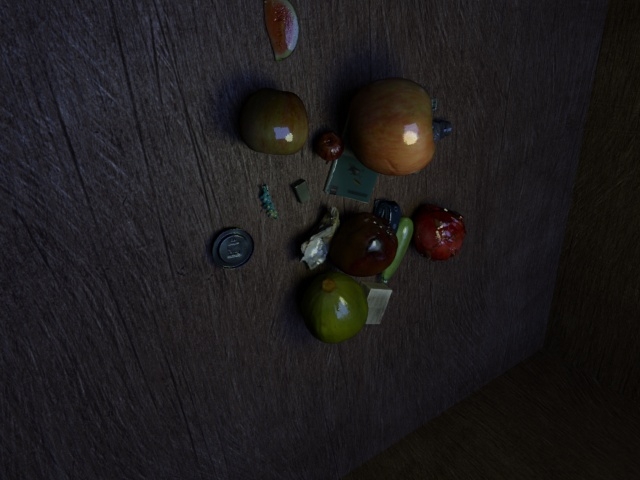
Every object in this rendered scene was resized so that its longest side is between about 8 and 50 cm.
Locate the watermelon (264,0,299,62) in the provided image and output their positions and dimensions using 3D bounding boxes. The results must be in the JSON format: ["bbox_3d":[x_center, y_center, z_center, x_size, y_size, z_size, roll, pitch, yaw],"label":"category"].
[{"bbox_3d":[-0.141,-0.788,1.506,0.119,0.063,0.245,-14,118,-13],"label":"watermelon"}]

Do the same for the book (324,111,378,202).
[{"bbox_3d":[0.178,-0.375,1.898,0.264,0.031,0.379,9,105,-33],"label":"book"}]

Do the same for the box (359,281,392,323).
[{"bbox_3d":[0.273,0.339,2.225,0.168,0.095,0.212,10,105,-34],"label":"box"}]

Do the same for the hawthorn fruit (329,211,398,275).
[{"bbox_3d":[0.195,0.024,1.914,0.324,0.308,0.308,-16,126,17],"label":"hawthorn fruit"}]

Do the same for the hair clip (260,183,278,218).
[{"bbox_3d":[-0.219,-0.156,1.736,0.049,0.049,0.173,-29,124,-19],"label":"hair clip"}]

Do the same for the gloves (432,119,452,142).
[{"bbox_3d":[0.536,-0.524,2.013,0.285,0.119,0.142,-19,104,-41],"label":"gloves"}]

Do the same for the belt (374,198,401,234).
[{"bbox_3d":[0.336,-0.092,2.065,0.128,0.122,0.218,-5,115,-43],"label":"belt"}]

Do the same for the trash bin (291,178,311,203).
[{"bbox_3d":[-0.083,-0.214,1.795,0.061,0.043,0.092,-33,128,-17],"label":"trash bin"}]

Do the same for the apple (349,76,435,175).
[{"bbox_3d":[0.289,-0.461,1.686,0.346,0.391,0.392,-3,118,9],"label":"apple"}]

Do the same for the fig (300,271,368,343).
[{"bbox_3d":[0.062,0.303,1.916,0.343,0.343,0.343,-13,116,-28],"label":"fig"}]

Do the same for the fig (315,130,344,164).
[{"bbox_3d":[0.046,-0.386,1.750,0.128,0.128,0.150,-39,125,-13],"label":"fig"}]

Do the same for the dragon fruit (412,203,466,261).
[{"bbox_3d":[0.625,-0.045,2.173,0.295,0.295,0.302,-10,103,-29],"label":"dragon fruit"}]

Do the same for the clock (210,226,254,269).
[{"bbox_3d":[-0.368,0.031,1.716,0.184,0.040,0.185,-14,117,-27],"label":"clock"}]

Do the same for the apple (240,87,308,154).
[{"bbox_3d":[-0.166,-0.435,1.515,0.256,0.257,0.234,2,106,-33],"label":"apple"}]

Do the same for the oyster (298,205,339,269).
[{"bbox_3d":[-0.009,-0.005,1.888,0.271,0.100,0.275,-48,158,-26],"label":"oyster"}]

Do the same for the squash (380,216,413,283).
[{"bbox_3d":[0.394,0.050,2.169,0.118,0.118,0.371,6,109,-34],"label":"squash"}]

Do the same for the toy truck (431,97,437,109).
[{"bbox_3d":[0.433,-0.633,1.899,0.177,0.115,0.080,-10,115,-27],"label":"toy truck"}]
